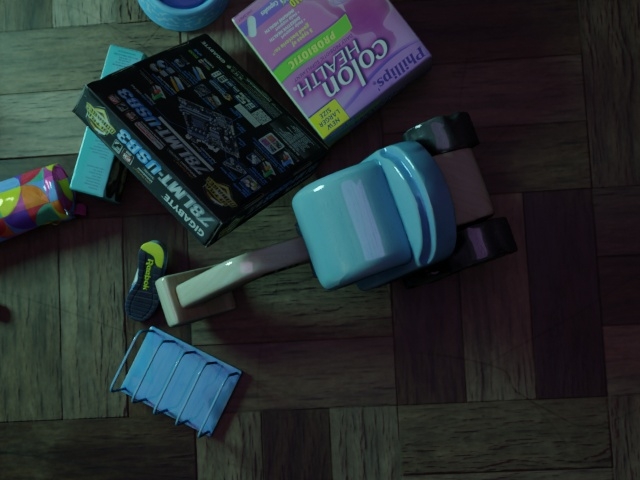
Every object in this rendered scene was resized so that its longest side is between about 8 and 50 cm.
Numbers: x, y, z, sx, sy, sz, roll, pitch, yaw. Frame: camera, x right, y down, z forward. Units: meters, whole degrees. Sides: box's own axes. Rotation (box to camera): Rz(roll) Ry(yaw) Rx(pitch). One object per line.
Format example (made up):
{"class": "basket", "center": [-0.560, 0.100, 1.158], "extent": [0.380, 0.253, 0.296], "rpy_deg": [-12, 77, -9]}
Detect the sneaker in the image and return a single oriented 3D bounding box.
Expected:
{"class": "sneaker", "center": [-0.281, 0.065, 1.665], "extent": [0.053, 0.059, 0.144], "rpy_deg": [18, 106, -3]}

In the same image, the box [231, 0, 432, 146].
{"class": "box", "center": [0.020, -0.310, 1.607], "extent": [0.213, 0.117, 0.243], "rpy_deg": [-37, 87, 3]}

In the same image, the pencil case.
{"class": "pencil case", "center": [-0.516, -0.046, 1.671], "extent": [0.236, 0.104, 0.104], "rpy_deg": [-16, 84, 3]}

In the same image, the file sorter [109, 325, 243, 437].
{"class": "file sorter", "center": [-0.232, 0.226, 1.618], "extent": [0.170, 0.104, 0.118], "rpy_deg": [26, 87, 7]}

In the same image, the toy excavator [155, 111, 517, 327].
{"class": "toy excavator", "center": [0.000, 0.000, 1.541], "extent": [0.445, 0.433, 0.222], "rpy_deg": [-15, 83, -25]}

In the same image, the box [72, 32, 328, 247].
{"class": "box", "center": [-0.178, -0.167, 1.571], "extent": [0.295, 0.293, 0.073], "rpy_deg": [44, 133, 6]}

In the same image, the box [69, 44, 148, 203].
{"class": "box", "center": [-0.338, -0.188, 1.665], "extent": [0.060, 0.100, 0.244], "rpy_deg": [14, 87, 5]}

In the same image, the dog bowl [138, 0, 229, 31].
{"class": "dog bowl", "center": [-0.253, -0.493, 1.663], "extent": [0.166, 0.074, 0.297], "rpy_deg": [-25, 97, -8]}
